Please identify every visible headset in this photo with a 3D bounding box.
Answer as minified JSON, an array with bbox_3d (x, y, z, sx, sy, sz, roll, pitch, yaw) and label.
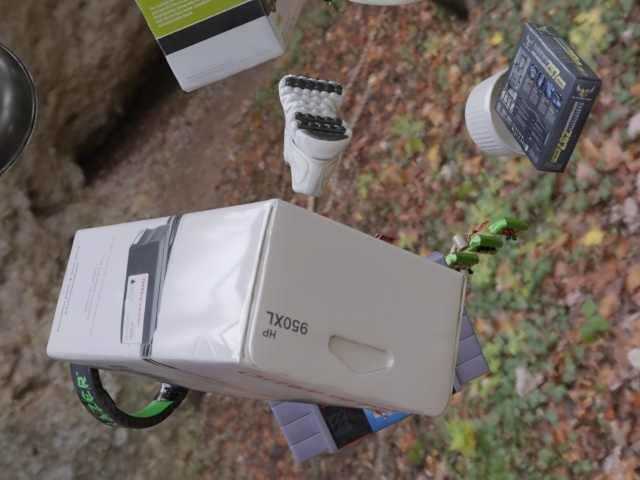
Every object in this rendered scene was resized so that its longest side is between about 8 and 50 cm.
[{"bbox_3d":[-0.290,0.134,1.666,0.185,0.243,0.394,-2,38,35],"label":"headset"}]

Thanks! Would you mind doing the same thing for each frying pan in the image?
[{"bbox_3d":[-0.387,-0.070,0.941,0.053,0.197,0.326,93,-176,-67],"label":"frying pan"}]

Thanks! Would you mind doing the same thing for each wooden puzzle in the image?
[{"bbox_3d":[0.133,0.009,2.130,0.049,0.083,0.006,-52,54,21],"label":"wooden puzzle"}]

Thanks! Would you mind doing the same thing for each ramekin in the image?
[{"bbox_3d":[0.431,-0.290,2.279,0.207,0.207,0.109,-47,21,-26],"label":"ramekin"}]

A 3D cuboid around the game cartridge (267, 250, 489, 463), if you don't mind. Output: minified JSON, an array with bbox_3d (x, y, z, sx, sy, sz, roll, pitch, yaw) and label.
[{"bbox_3d":[0.079,0.193,1.598,0.355,0.230,0.068,-25,10,-5],"label":"game cartridge"}]

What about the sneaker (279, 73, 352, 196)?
[{"bbox_3d":[-0.018,-0.171,1.521,0.292,0.110,0.118,-92,12,-60],"label":"sneaker"}]

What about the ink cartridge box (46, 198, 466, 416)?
[{"bbox_3d":[-0.078,0.086,1.106,0.395,0.285,0.166,-5,70,49],"label":"ink cartridge box"}]

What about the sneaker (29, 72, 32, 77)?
[{"bbox_3d":[-0.481,-0.223,1.462,0.098,0.038,0.069,-32,28,-31],"label":"sneaker"}]

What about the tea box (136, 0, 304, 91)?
[{"bbox_3d":[-0.206,-0.515,1.884,0.220,0.323,0.329,-18,26,16],"label":"tea box"}]

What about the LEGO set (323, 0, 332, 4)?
[{"bbox_3d":[0.066,-0.458,1.186,0.192,0.255,0.331,-6,-40,-35],"label":"LEGO set"}]

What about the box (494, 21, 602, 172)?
[{"bbox_3d":[0.399,-0.257,1.755,0.232,0.059,0.183,-110,29,-52],"label":"box"}]

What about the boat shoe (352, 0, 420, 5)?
[{"bbox_3d":[0.193,-0.473,1.638,0.340,0.113,0.127,-3,45,4],"label":"boat shoe"}]

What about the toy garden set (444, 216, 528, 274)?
[{"bbox_3d":[0.304,0.037,2.077,0.244,0.049,0.204,-38,-24,28],"label":"toy garden set"}]
